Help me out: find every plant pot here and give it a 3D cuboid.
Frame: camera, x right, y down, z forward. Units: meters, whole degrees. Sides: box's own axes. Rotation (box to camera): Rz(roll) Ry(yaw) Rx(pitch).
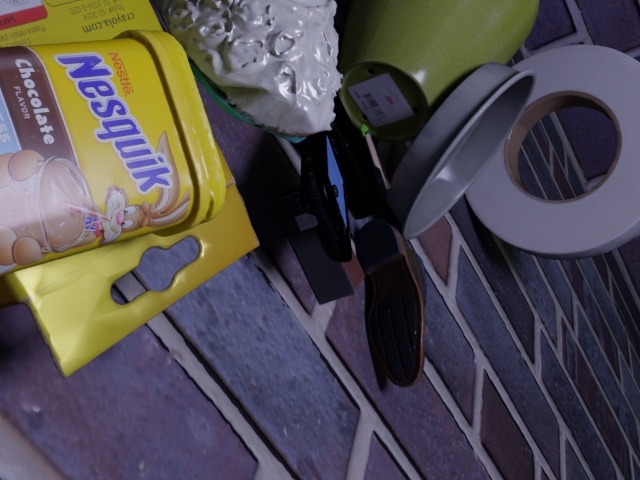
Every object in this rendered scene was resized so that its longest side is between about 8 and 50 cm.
[{"bbox_3d":[0.142,-0.282,1.207,0.275,0.275,0.293,55,47,-29],"label":"plant pot"}]

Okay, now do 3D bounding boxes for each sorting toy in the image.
[{"bbox_3d":[0.070,-0.114,1.111,0.062,0.012,0.083,54,17,-57],"label":"sorting toy"}]

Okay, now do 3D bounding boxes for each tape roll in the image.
[{"bbox_3d":[0.441,-0.158,1.503,0.072,0.392,0.392,21,54,-56],"label":"tape roll"}]

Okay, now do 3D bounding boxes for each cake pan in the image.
[{"bbox_3d":[0.192,-0.130,1.181,0.054,0.293,0.293,39,22,15],"label":"cake pan"}]

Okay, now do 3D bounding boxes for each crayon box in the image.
[{"bbox_3d":[-0.188,-0.091,0.552,0.202,0.081,0.318,-35,105,-47],"label":"crayon box"}]

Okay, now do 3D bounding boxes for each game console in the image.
[{"bbox_3d":[0.014,-0.089,0.943,0.213,0.044,0.361,60,14,-27],"label":"game console"}]

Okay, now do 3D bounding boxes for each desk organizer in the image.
[{"bbox_3d":[0.000,0.000,0.940,0.130,0.047,0.050,65,25,-12],"label":"desk organizer"}]

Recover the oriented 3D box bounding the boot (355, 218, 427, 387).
[{"bbox_3d":[0.112,0.084,1.058,0.106,0.082,0.219,28,47,-51],"label":"boot"}]

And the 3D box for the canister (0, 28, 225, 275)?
[{"bbox_3d":[-0.148,-0.049,0.469,0.170,0.073,0.126,-20,94,-47],"label":"canister"}]

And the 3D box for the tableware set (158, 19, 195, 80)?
[{"bbox_3d":[-0.170,-0.136,0.718,0.128,0.039,0.194,38,35,-32],"label":"tableware set"}]

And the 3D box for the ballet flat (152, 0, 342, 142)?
[{"bbox_3d":[-0.074,-0.252,0.692,0.147,0.147,0.409,40,18,-46],"label":"ballet flat"}]
